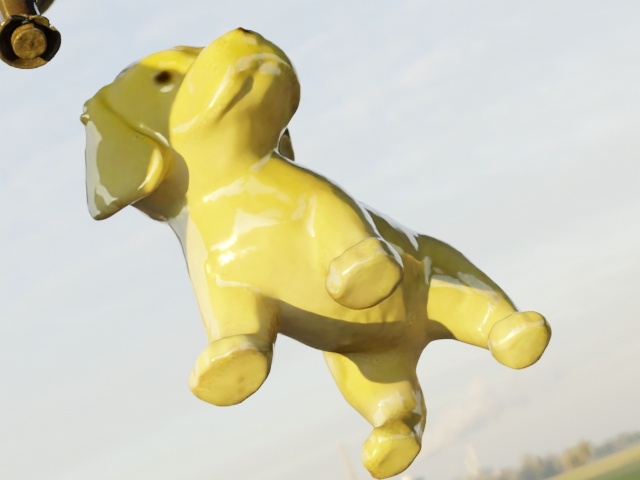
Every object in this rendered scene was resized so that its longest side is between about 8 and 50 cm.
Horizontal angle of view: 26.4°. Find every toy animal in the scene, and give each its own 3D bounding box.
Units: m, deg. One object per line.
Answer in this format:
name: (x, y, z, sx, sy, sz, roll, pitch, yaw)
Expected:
toy animal: (-0.004, 0.003, 0.645, 0.233, 0.168, 0.121, 36, -72, -28)

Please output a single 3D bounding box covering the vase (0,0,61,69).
vase: (-0.277, -0.223, 1.219, 0.120, 0.183, 0.120, -14, -46, -15)
